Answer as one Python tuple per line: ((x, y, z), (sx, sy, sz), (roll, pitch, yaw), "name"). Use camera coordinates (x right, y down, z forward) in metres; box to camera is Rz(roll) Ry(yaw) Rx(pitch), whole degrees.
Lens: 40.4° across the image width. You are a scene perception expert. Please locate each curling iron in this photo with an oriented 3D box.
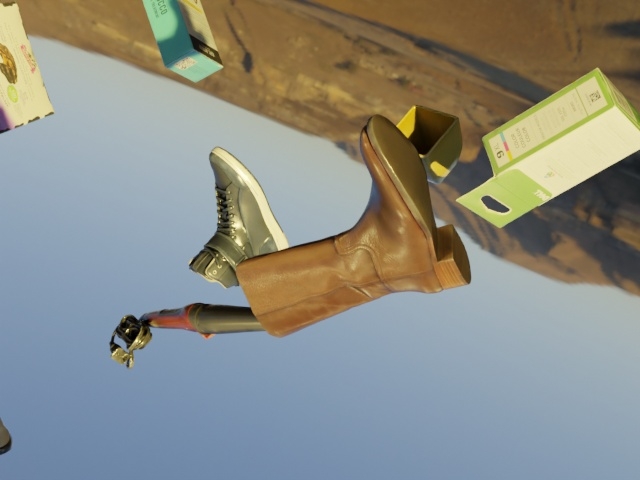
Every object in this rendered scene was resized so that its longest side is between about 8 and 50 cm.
((-0.122, 0.089, 0.847), (0.274, 0.068, 0.035), (-11, 136, 44), "curling iron")

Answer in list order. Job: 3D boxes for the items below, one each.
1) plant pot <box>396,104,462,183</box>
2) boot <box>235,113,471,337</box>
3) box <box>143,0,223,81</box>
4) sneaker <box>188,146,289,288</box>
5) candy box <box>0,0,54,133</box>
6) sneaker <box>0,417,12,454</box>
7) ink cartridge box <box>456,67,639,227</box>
((0.153, -0.128, 1.231), (0.081, 0.081, 0.083), (25, 157, 41), "plant pot")
((0.000, 0.000, 0.405), (0.106, 0.114, 0.037), (58, -151, -34), "boot")
((-0.244, -0.391, 1.436), (0.100, 0.060, 0.244), (15, -127, -67), "box")
((-0.163, -0.026, 1.437), (0.086, 0.163, 0.226), (21, 144, 56), "sneaker")
((-0.454, -0.220, 1.149), (0.070, 0.165, 0.196), (-11, -165, 18), "candy box")
((-0.434, 0.232, 1.124), (0.040, 0.044, 0.109), (-27, -124, -31), "sneaker")
((0.264, -0.104, 1.022), (0.109, 0.209, 0.062), (24, -137, -46), "ink cartridge box")
